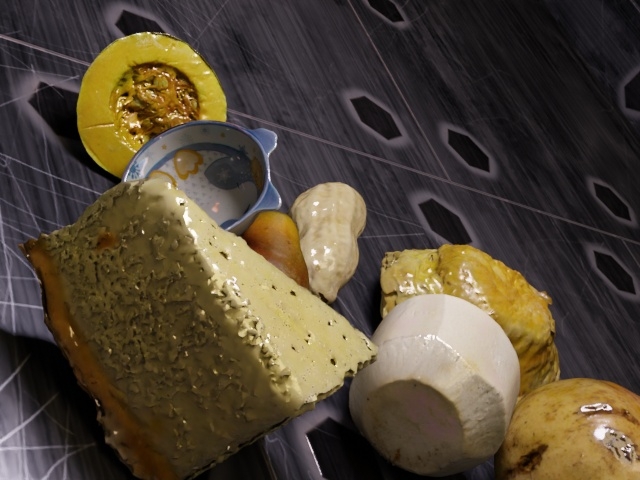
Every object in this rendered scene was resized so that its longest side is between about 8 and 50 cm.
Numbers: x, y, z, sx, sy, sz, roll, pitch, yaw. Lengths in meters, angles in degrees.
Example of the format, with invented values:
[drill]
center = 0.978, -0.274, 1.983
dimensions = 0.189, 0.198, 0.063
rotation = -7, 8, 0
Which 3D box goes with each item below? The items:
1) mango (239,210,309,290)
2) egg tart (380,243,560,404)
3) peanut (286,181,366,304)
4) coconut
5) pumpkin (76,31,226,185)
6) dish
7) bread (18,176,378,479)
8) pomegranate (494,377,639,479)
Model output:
[mango]
center = -0.079, 0.051, 1.603
dimensions = 0.133, 0.111, 0.267
rotation = 2, 31, 9
[egg tart]
center = 0.255, 0.113, 1.899
dimensions = 0.351, 0.153, 0.339
rotation = 43, 26, 1
[peanut]
center = 0.000, 0.000, 1.780
dimensions = 0.123, 0.123, 0.257
rotation = 35, 33, -12
[coconut]
center = 0.155, 0.192, 1.605
dimensions = 0.241, 0.241, 0.241
rotation = 30, 31, -20
[pumpkin]
center = -0.245, -0.185, 1.709
dimensions = 0.217, 0.217, 0.110
rotation = 31, -6, -18
[dish]
center = -0.159, -0.048, 1.619
dimensions = 0.086, 0.236, 0.228
rotation = 72, 6, -56
[bread]
center = -0.128, 0.092, 1.361
dimensions = 0.279, 0.248, 0.315
rotation = -6, 66, -60
[pomegranate]
center = 0.366, 0.328, 1.631
dimensions = 0.281, 0.281, 0.281
rotation = 30, 31, -20
